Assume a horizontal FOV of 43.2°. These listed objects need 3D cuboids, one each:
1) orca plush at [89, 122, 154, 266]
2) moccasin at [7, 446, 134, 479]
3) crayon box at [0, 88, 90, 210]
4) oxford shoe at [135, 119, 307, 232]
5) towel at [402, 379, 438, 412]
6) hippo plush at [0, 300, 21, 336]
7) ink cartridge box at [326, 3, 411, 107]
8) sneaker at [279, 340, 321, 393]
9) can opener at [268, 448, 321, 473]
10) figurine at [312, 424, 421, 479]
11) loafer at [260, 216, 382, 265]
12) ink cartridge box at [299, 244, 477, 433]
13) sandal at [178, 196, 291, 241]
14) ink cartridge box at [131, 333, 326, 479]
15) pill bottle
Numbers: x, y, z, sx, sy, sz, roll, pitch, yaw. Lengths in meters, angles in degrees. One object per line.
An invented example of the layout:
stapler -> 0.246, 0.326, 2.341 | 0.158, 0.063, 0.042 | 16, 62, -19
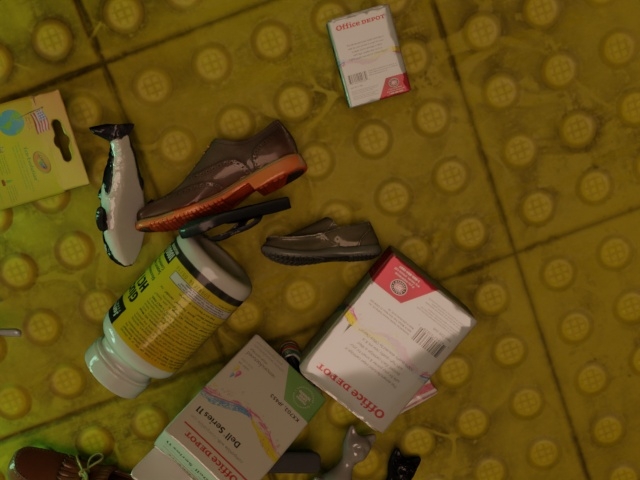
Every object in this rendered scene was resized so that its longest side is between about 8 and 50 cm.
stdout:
orca plush -> -0.426, -0.093, 1.620 | 0.102, 0.151, 0.287 | 10, 123, 32
moccasin -> -0.468, 0.527, 1.701 | 0.380, 0.139, 0.147 | 29, 123, -7
crayon box -> -0.631, -0.165, 1.609 | 0.318, 0.081, 0.202 | -15, 101, 1
oxford shoe -> -0.215, -0.123, 1.629 | 0.363, 0.130, 0.133 | -24, 82, -4
towel -> 0.149, 0.288, 1.754 | 0.144, 0.029, 0.197 | -30, 100, 4
hippo plush -> -0.812, 0.229, 1.643 | 0.294, 0.234, 0.237 | -6, 127, -43
ink cartridge box -> 0.095, -0.365, 1.606 | 0.127, 0.072, 0.175 | -15, 101, 1
sneaker -> -0.044, 0.296, 1.723 | 0.057, 0.075, 0.161 | -23, 100, 2
can opener -> -0.135, 0.444, 1.690 | 0.280, 0.074, 0.093 | 11, 85, -18
figurine -> 0.092, 0.523, 1.755 | 0.214, 0.092, 0.209 | 32, 89, -23
loafer -> 0.000, 0.000, 1.673 | 0.251, 0.094, 0.088 | -1, 76, -11
ink cartridge box -> 0.133, 0.198, 1.655 | 0.226, 0.131, 0.306 | 39, 99, -5
sandal -> -0.157, -0.036, 1.588 | 0.254, 0.097, 0.055 | -17, 96, -38
ink cartridge box -> -0.178, 0.385, 1.597 | 0.207, 0.119, 0.353 | 42, 56, 3
pill bottle -> -0.312, 0.153, 1.628 | 0.188, 0.188, 0.334 | 43, 96, -9
